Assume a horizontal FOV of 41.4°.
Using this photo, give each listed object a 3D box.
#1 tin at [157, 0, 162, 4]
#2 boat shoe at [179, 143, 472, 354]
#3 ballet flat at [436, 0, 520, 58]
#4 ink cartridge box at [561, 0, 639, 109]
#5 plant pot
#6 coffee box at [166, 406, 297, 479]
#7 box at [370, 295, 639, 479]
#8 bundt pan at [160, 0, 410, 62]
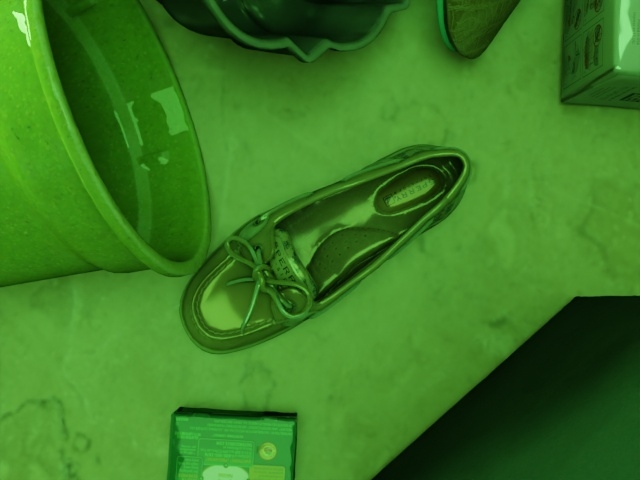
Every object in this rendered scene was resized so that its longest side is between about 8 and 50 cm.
[{"bbox_3d":[-0.106,-0.299,0.771,0.106,0.040,0.190,13,86,3],"label":"tin"},{"bbox_3d":[0.000,0.000,0.730,0.285,0.089,0.105,-35,89,-3],"label":"boat shoe"},{"bbox_3d":[0.176,-0.331,0.735,0.124,0.116,0.343,1,80,31],"label":"ballet flat"},{"bbox_3d":[0.366,-0.272,0.738,0.271,0.130,0.310,4,87,-3],"label":"ink cartridge box"},{"bbox_3d":[-0.256,-0.066,0.659,0.253,0.276,0.276,-18,88,9],"label":"plant pot"},{"bbox_3d":[-0.080,0.242,0.739,0.113,0.040,0.184,2,86,-1],"label":"coffee box"},{"bbox_3d":[0.290,0.299,0.530,0.297,0.480,0.472,-42,89,-5],"label":"box"},{"bbox_3d":[-0.053,-0.305,0.671,0.330,0.124,0.331,-6,99,-42],"label":"bundt pan"}]
